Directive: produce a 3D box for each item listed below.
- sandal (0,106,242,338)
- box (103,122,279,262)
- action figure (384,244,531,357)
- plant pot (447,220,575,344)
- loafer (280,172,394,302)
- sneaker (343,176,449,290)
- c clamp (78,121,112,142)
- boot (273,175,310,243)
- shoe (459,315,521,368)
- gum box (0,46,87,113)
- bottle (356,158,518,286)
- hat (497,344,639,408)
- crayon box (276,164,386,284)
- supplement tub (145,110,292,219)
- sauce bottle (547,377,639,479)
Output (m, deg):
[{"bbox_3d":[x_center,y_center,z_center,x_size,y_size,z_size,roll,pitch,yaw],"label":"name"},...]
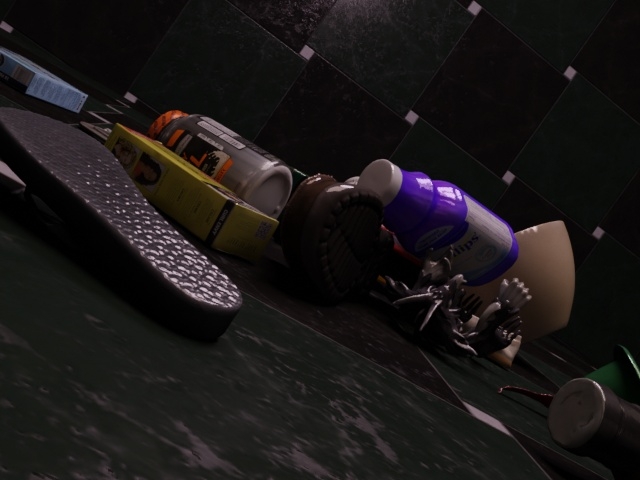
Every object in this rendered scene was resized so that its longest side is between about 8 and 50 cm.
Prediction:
[{"bbox_3d":[-0.160,-0.014,0.562,0.254,0.054,0.097,43,17,28],"label":"sandal"},{"bbox_3d":[-0.159,-0.058,0.948,0.232,0.058,0.087,33,6,35],"label":"box"},{"bbox_3d":[0.187,0.084,1.108,0.164,0.141,0.275,35,3,27],"label":"action figure"},{"bbox_3d":[0.382,0.107,1.603,0.191,0.284,0.284,69,15,12],"label":"plant pot"},{"bbox_3d":[0.000,0.000,1.013,0.130,0.134,0.366,27,-6,14],"label":"loafer"},{"bbox_3d":[0.125,0.010,1.287,0.270,0.090,0.145,39,34,-27],"label":"sneaker"},{"bbox_3d":[-0.308,-0.152,1.285,0.160,0.022,0.137,33,5,39],"label":"c clamp"},{"bbox_3d":[-0.008,-0.030,1.267,0.099,0.121,0.045,21,8,-22],"label":"boot"},{"bbox_3d":[0.232,0.133,1.358,0.219,0.058,0.076,31,4,11],"label":"shoe"},{"bbox_3d":[-0.503,-0.283,1.374,0.157,0.041,0.184,30,3,9],"label":"gum box"},{"bbox_3d":[0.168,-0.026,1.175,0.282,0.118,0.092,30,36,-38],"label":"bottle"},{"bbox_3d":[0.345,0.242,1.104,0.173,0.183,0.209,-73,144,-79],"label":"hat"},{"bbox_3d":[0.011,-0.041,1.517,0.313,0.106,0.363,27,3,-21],"label":"crayon box"},{"bbox_3d":[-0.142,-0.094,1.094,0.190,0.117,0.117,31,4,24],"label":"supplement tub"},{"bbox_3d":[0.372,0.230,0.818,0.344,0.111,0.111,30,4,-23],"label":"sauce bottle"}]
